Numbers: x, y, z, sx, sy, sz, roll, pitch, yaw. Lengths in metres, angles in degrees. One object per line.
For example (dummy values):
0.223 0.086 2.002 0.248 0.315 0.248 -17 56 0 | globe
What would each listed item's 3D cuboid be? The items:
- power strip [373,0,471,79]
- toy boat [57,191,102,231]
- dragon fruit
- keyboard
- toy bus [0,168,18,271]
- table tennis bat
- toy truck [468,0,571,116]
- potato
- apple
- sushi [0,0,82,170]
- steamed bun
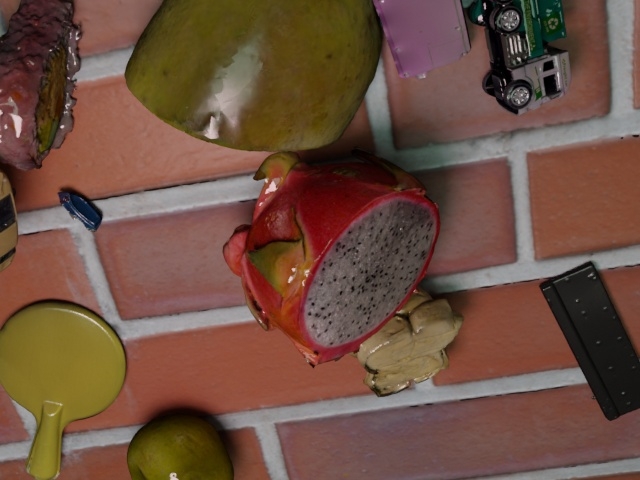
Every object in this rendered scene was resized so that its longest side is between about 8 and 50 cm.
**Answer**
0.121 -0.314 0.968 0.109 0.038 0.279 -18 148 11 | power strip
-0.379 -0.047 1.193 0.038 0.038 0.083 -38 109 18 | toy boat
0.000 0.000 1.089 0.305 0.225 0.306 -28 138 -29 | dragon fruit
0.467 0.177 1.278 0.100 0.018 0.310 -28 112 13 | keyboard
-0.597 -0.083 1.039 0.365 0.177 0.202 33 126 8 | toy bus
-0.465 0.271 1.342 0.224 0.054 0.369 13 111 -5 | table tennis bat
0.274 -0.285 1.017 0.116 0.110 0.216 -18 114 -2 | toy truck
-0.068 -0.276 0.974 0.330 0.213 0.280 19 115 -9 | potato
-0.240 0.397 1.319 0.156 0.196 0.197 -20 119 -28 | apple
-0.408 -0.215 1.041 0.107 0.161 0.241 15 116 -4 | sushi
0.134 0.150 1.218 0.192 0.106 0.177 -28 141 4 | steamed bun
